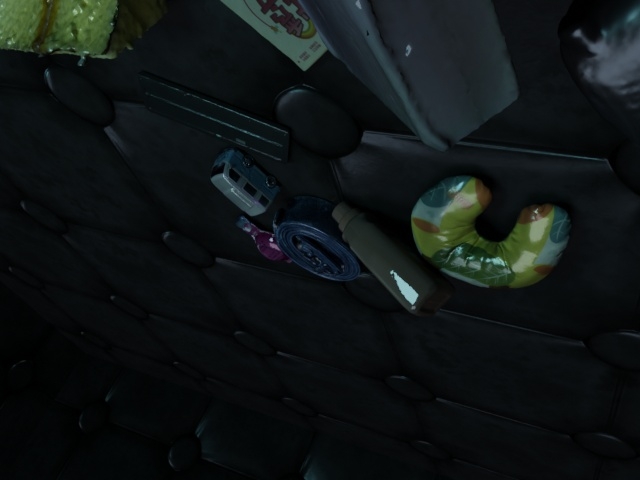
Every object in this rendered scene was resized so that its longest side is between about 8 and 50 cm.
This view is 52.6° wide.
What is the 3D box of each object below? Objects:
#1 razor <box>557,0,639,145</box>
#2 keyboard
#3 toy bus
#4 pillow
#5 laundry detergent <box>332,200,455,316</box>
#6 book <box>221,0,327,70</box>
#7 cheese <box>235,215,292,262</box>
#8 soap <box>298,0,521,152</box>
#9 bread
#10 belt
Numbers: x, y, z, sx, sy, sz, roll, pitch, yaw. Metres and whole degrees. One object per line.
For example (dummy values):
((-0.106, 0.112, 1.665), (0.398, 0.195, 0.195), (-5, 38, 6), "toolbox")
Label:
((0.387, -0.198, 0.537), (0.204, 0.113, 0.349), (39, 151, -21), "razor")
((-0.130, -0.180, 1.075), (0.381, 0.041, 0.103), (28, 153, 10), "keyboard")
((-0.139, -0.103, 1.158), (0.123, 0.075, 0.060), (41, 148, -26), "toy bus")
((0.254, -0.010, 1.001), (0.233, 0.086, 0.214), (24, 141, 9), "pillow")
((0.125, 0.029, 1.125), (0.237, 0.076, 0.171), (46, -167, 26), "laundry detergent")
((-0.065, -0.322, 0.792), (0.232, 0.022, 0.162), (37, 150, -18), "book")
((-0.115, -0.001, 1.349), (0.145, 0.038, 0.095), (38, 148, -9), "cheese")
((0.025, -0.254, 0.577), (0.285, 0.107, 0.296), (51, -174, -39), "soap")
((-0.342, -0.339, 0.896), (0.266, 0.142, 0.178), (13, 108, 25), "bread")
((0.000, 0.000, 1.209), (0.190, 0.082, 0.141), (40, 143, -27), "belt")
